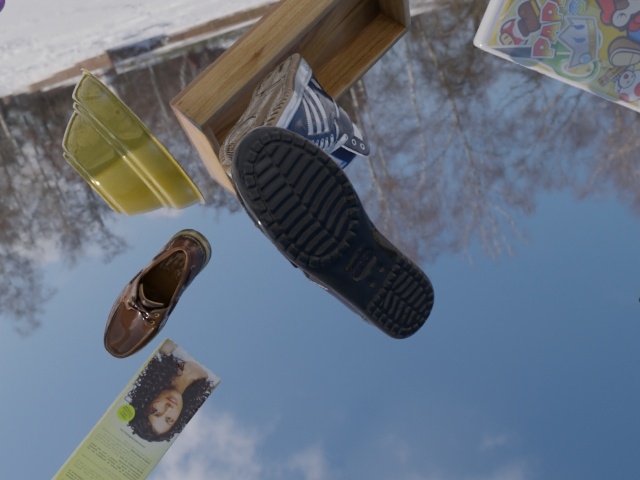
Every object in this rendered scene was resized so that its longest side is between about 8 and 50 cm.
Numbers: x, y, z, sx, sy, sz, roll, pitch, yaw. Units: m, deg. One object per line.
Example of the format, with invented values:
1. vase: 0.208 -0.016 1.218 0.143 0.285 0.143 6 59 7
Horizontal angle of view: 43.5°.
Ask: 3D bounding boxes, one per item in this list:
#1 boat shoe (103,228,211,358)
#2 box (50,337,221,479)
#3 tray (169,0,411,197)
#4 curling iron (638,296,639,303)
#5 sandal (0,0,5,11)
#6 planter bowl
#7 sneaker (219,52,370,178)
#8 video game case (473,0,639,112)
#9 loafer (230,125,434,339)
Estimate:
1. boat shoe: -0.193 0.063 0.906 0.178 0.064 0.060 -51 -179 12
2. box: -0.222 0.229 0.934 0.232 0.087 0.058 -54 -171 -16
3. tray: -0.029 -0.270 1.209 0.076 0.203 0.411 37 -104 24
4. curling iron: 0.343 0.150 0.748 0.035 0.068 0.274 -14 -139 18
5. sandal: -0.611 -0.223 1.198 0.416 0.102 0.169 -48 -156 -18
6. planter bowl: -0.245 -0.095 0.972 0.090 0.217 0.217 -44 -156 -10
7. sneaker: -0.022 -0.114 0.972 0.099 0.153 0.282 -30 -157 25
8. video game case: 0.264 -0.234 0.668 0.206 0.227 0.026 18 -164 -13
9. loafer: 0.000 0.000 0.651 0.080 0.220 0.078 -48 -155 -16
